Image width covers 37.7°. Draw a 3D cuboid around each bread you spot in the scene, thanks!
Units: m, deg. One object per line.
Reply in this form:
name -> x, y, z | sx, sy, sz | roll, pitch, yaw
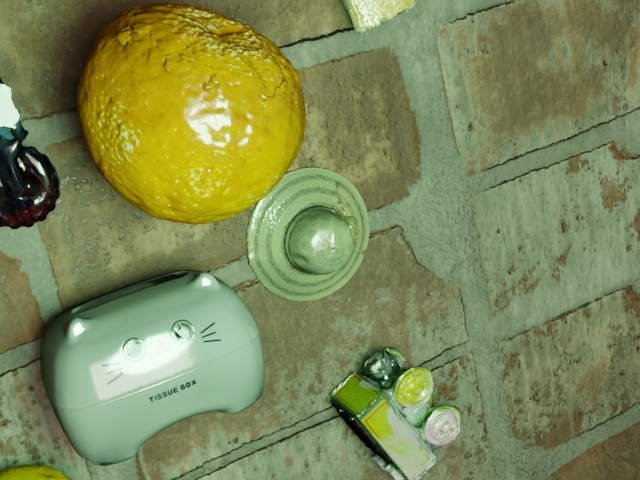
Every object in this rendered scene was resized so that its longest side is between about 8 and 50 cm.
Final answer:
bread -> 0.095, -0.424, 1.613 | 0.125, 0.082, 0.106 | -25, 101, -9

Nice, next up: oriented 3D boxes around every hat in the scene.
hat -> 0.000, 0.000, 1.645 | 0.252, 0.110, 0.252 | -7, 105, -25

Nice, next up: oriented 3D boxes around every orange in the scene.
orange -> -0.192, -0.181, 1.387 | 0.340, 0.340, 0.293 | 10, 121, -28

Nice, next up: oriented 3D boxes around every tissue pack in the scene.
tissue pack -> -0.269, 0.178, 1.481 | 0.333, 0.229, 0.236 | -20, 110, -22

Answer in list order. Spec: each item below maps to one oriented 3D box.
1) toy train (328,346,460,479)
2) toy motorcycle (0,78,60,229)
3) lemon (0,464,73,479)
toy train -> 0.147, 0.327, 1.779 | 0.177, 0.134, 0.261 | -42, 116, -12
toy motorcycle -> -0.537, -0.184, 1.318 | 0.232, 0.172, 0.416 | -24, 120, -13
lemon -> -0.474, 0.450, 1.470 | 0.257, 0.188, 0.188 | -25, 112, -17
